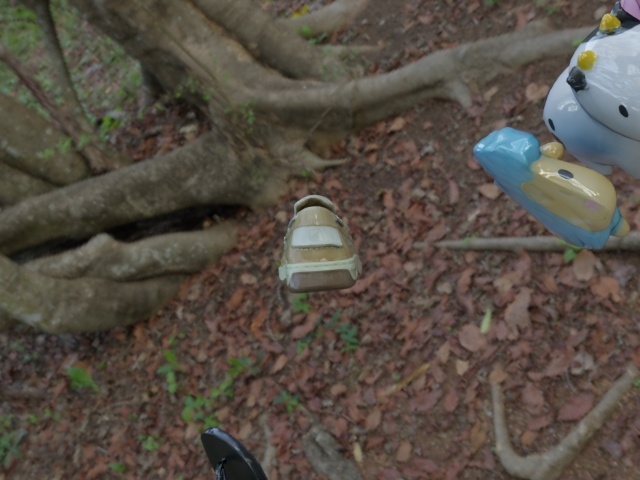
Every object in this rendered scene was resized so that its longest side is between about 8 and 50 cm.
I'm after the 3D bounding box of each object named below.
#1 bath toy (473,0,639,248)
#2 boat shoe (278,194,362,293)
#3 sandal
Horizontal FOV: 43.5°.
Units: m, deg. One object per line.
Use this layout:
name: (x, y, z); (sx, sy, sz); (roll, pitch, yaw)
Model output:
bath toy: (0.241, -0.166, 0.561); (0.348, 0.129, 0.151); (-56, 15, -8)
boat shoe: (0.000, 0.000, 0.632); (0.190, 0.068, 0.072); (169, 95, -84)
sandal: (-0.065, 0.245, 0.682); (0.040, 0.179, 0.067); (-24, 8, -38)
